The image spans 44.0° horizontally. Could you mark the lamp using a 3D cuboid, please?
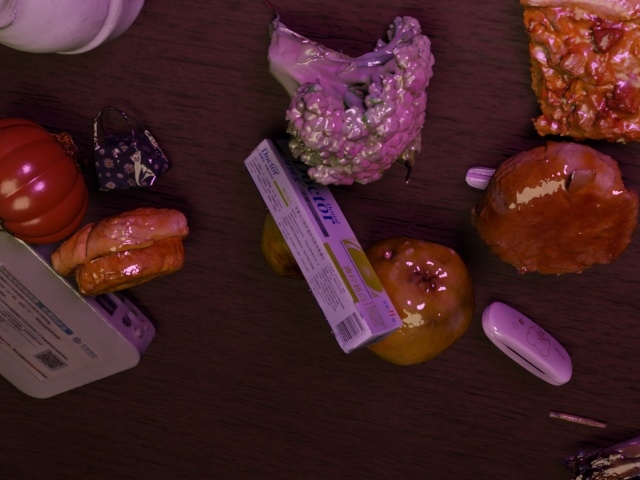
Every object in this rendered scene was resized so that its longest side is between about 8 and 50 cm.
[{"bbox_3d":[-0.482,-0.097,1.305,0.223,0.196,0.223,44,161,20],"label":"lamp"}]

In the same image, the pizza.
[{"bbox_3d":[0.365,-0.199,1.005,0.335,0.086,0.226,32,131,-13],"label":"pizza"}]

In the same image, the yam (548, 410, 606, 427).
[{"bbox_3d":[0.482,0.337,1.490,0.107,0.014,0.014,10,133,10],"label":"yam"}]

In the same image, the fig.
[{"bbox_3d":[-0.033,0.002,1.292,0.135,0.121,0.153,-3,129,15],"label":"fig"}]

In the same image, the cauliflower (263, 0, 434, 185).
[{"bbox_3d":[0.015,-0.201,1.067,0.315,0.239,0.256,40,159,5],"label":"cauliflower"}]

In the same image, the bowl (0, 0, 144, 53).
[{"bbox_3d":[-0.385,-0.377,1.009,0.307,0.163,0.307,17,128,23],"label":"bowl"}]

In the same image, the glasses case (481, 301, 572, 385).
[{"bbox_3d":[0.353,0.176,1.348,0.193,0.074,0.049,35,135,-13],"label":"glasses case"}]

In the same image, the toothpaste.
[{"bbox_3d":[0.000,0.000,1.174,0.067,0.081,0.337,-40,71,37],"label":"toothpaste"}]

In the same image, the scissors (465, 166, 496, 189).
[{"bbox_3d":[0.316,-0.077,1.167,0.204,0.027,0.101,12,132,6],"label":"scissors"}]

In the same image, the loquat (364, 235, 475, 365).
[{"bbox_3d":[0.137,0.104,1.279,0.213,0.214,0.246,22,150,-1],"label":"loquat"}]

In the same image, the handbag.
[{"bbox_3d":[-0.324,-0.153,1.289,0.115,0.072,0.139,-2,125,22],"label":"handbag"}]

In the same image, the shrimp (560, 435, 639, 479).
[{"bbox_3d":[0.617,0.430,1.499,0.289,0.075,0.178,-24,123,19],"label":"shrimp"}]

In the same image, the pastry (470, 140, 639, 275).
[{"bbox_3d":[0.325,-0.038,1.113,0.228,0.100,0.218,-14,132,19],"label":"pastry"}]

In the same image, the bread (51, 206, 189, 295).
[{"bbox_3d":[-0.339,0.018,1.367,0.236,0.198,0.120,-19,87,33],"label":"bread"}]

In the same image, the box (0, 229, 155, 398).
[{"bbox_3d":[-0.586,0.140,1.612,0.396,0.111,0.396,-21,122,32],"label":"box"}]
